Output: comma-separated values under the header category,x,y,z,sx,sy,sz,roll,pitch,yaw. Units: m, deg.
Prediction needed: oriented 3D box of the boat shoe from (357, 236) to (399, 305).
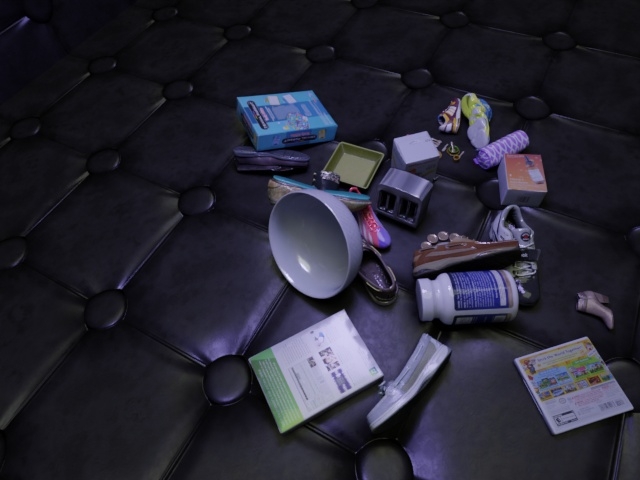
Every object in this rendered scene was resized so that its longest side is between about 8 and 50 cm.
category,x,y,z,sx,sy,sz,roll,pitch,yaw
boat shoe,0.138,0.061,1.392,0.116,0.097,0.324,-27,59,-12

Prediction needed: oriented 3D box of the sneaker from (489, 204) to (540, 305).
category,x,y,z,sx,sy,sz,roll,pitch,yaw
sneaker,0.610,0.036,1.339,0.122,0.146,0.331,-4,58,1

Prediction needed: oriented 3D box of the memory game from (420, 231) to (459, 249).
category,x,y,z,sx,sy,sz,roll,pitch,yaw
memory game,0.421,0.049,1.425,0.186,0.012,0.186,-2,57,3

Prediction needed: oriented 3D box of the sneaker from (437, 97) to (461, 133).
category,x,y,z,sx,sy,sz,roll,pitch,yaw
sneaker,0.522,-0.516,1.747,0.083,0.070,0.186,9,57,5

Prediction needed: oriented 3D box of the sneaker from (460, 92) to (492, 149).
category,x,y,z,sx,sy,sz,roll,pitch,yaw
sneaker,0.641,-0.469,1.693,0.126,0.091,0.240,-3,77,-29

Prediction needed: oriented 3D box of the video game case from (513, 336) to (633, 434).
category,x,y,z,sx,sy,sz,roll,pitch,yaw
video game case,0.682,0.391,1.171,0.226,0.026,0.206,-16,57,-4

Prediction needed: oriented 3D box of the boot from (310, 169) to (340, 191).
category,x,y,z,sx,sy,sz,roll,pitch,yaw
boot,-0.040,-0.161,1.542,0.236,0.085,0.179,5,70,0

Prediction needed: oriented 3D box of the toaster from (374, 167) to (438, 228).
category,x,y,z,sx,sy,sz,roll,pitch,yaw
toaster,0.285,-0.148,1.462,0.168,0.186,0.110,24,53,19

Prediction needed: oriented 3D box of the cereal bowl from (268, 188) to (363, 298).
category,x,y,z,sx,sy,sz,roll,pitch,yaw
cereal bowl,0.000,0.000,1.335,0.339,0.339,0.141,38,38,25

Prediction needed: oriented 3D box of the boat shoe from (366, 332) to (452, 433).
category,x,y,z,sx,sy,sz,roll,pitch,yaw
boat shoe,0.230,0.385,1.169,0.320,0.118,0.103,-40,56,-23

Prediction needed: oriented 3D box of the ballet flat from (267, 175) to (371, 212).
category,x,y,z,sx,sy,sz,roll,pitch,yaw
ballet flat,-0.008,-0.128,1.437,0.348,0.123,0.123,12,58,-1

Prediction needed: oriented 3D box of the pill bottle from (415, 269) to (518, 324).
category,x,y,z,sx,sy,sz,roll,pitch,yaw
pill bottle,0.422,0.168,1.263,0.264,0.153,0.153,-3,57,3

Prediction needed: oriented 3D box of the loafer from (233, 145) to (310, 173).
category,x,y,z,sx,sy,sz,roll,pitch,yaw
loafer,-0.191,-0.306,1.681,0.302,0.095,0.109,8,28,5

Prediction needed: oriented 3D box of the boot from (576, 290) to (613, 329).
category,x,y,z,sx,sy,sz,roll,pitch,yaw
boot,0.810,0.206,1.274,0.086,0.042,0.118,2,56,14

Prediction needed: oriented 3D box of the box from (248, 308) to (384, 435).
category,x,y,z,sx,sy,sz,roll,pitch,yaw
box,-0.015,0.369,1.233,0.322,0.058,0.232,-25,58,-12

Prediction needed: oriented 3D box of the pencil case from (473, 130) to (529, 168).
category,x,y,z,sx,sy,sz,roll,pitch,yaw
pencil case,0.680,-0.339,1.613,0.206,0.088,0.086,-25,91,-11

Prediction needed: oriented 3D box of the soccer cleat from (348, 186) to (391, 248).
category,x,y,z,sx,sy,sz,roll,pitch,yaw
soccer cleat,0.161,-0.077,1.479,0.083,0.095,0.248,-23,57,-14

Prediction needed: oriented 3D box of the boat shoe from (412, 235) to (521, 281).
category,x,y,z,sx,sy,sz,roll,pitch,yaw
boat shoe,0.435,0.040,1.318,0.323,0.122,0.120,-14,56,18

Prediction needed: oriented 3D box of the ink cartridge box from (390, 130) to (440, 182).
category,x,y,z,sx,sy,sz,roll,pitch,yaw
ink cartridge box,0.336,-0.277,1.545,0.128,0.176,0.127,-15,57,-4

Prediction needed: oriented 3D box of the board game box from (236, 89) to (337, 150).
category,x,y,z,sx,sy,sz,roll,pitch,yaw
board game box,-0.139,-0.490,1.736,0.336,0.079,0.254,-14,55,-23

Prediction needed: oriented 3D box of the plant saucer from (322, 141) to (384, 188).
category,x,y,z,sx,sy,sz,roll,pitch,yaw
plant saucer,0.124,-0.278,1.644,0.188,0.045,0.188,20,61,17

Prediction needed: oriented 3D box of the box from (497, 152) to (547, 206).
category,x,y,z,sx,sy,sz,roll,pitch,yaw
box,0.710,-0.214,1.521,0.130,0.091,0.171,4,58,8

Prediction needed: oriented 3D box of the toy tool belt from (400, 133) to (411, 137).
category,x,y,z,sx,sy,sz,roll,pitch,yaw
toy tool belt,0.323,-0.384,1.692,0.051,0.052,0.083,-18,35,49

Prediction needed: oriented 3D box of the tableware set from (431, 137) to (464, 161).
category,x,y,z,sx,sy,sz,roll,pitch,yaw
tableware set,0.473,-0.351,1.672,0.154,0.024,0.104,32,66,22
